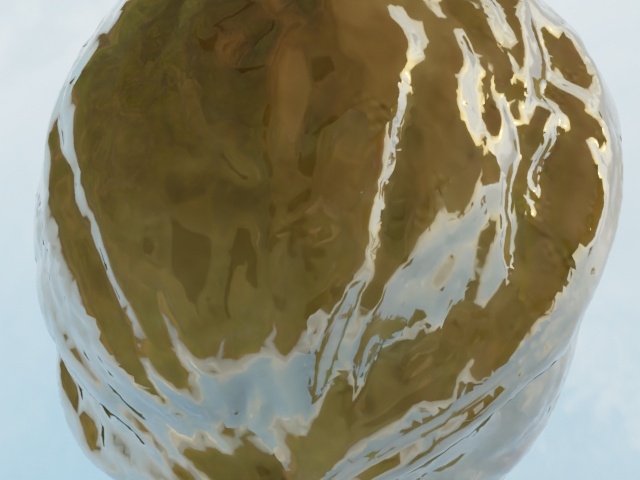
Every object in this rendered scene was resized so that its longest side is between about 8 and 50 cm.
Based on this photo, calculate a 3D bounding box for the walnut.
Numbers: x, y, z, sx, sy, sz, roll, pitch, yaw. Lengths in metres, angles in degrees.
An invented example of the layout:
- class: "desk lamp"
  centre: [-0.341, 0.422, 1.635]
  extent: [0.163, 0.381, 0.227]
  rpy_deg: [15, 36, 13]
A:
- class: "walnut"
  centre: [0.000, 0.000, 0.426]
  extent: [0.228, 0.228, 0.228]
  rpy_deg: [-12, -128, 16]
